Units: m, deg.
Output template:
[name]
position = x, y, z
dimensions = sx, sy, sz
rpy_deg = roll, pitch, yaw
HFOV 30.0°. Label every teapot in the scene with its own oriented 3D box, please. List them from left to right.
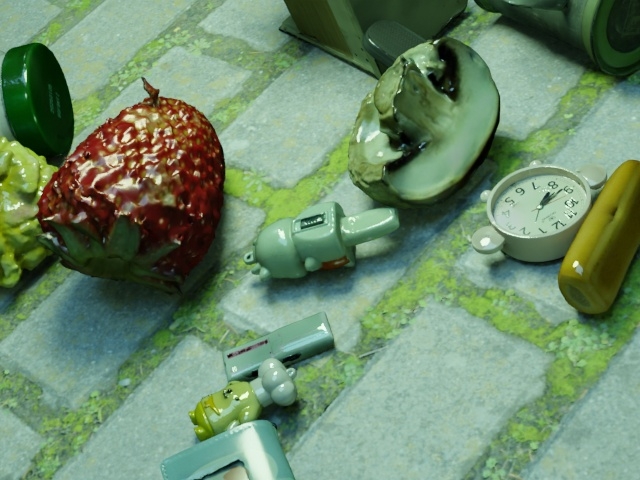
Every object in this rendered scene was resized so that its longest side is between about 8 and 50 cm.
[teapot]
position = 0.377, -0.417, 1.951
dimensions = 0.270, 0.200, 0.337
rpy_deg = -12, 33, -34

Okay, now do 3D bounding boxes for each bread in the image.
[bread]
position = 0.400, -0.007, 1.655
dimensions = 0.074, 0.092, 0.239
rpy_deg = -9, 39, 50

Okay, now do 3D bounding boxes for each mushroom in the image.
[mushroom]
position = 0.151, -0.172, 1.851
dimensions = 0.164, 0.189, 0.267
rpy_deg = 1, 76, 63

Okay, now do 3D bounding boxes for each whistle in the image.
[whistle]
position = -0.001, -0.002, 1.804
dimensions = 0.253, 0.106, 0.102
rpy_deg = -17, 75, 16

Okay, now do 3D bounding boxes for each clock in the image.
[clock]
position = 0.320, -0.039, 1.738
dimensions = 0.229, 0.063, 0.155
rpy_deg = -31, 42, -11

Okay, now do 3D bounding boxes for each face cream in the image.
[face cream]
position = -0.657, -0.227, 2.196
dimensions = 0.357, 0.219, 0.312
rpy_deg = -10, 44, 9

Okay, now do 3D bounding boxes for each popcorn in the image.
[popcorn]
position = -0.539, -0.053, 2.003
dimensions = 0.259, 0.212, 0.259
rpy_deg = -15, 38, 12

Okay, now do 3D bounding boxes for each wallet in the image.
[wallet]
position = -0.101, 0.361, 1.530
dimensions = 0.176, 0.075, 0.250
rpy_deg = -21, 44, -6

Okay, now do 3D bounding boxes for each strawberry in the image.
[strawberry]
position = -0.287, -0.097, 1.873
dimensions = 0.292, 0.292, 0.343
rpy_deg = 1, 64, 23

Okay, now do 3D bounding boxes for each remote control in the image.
[remote control]
position = -0.063, 0.154, 1.735
dimensions = 0.166, 0.029, 0.065
rpy_deg = -21, 46, 3

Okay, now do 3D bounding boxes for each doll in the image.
[doll]
position = -0.105, 0.222, 1.662
dimensions = 0.162, 0.062, 0.106
rpy_deg = -28, 33, -4

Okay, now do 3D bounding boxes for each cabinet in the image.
[cabinet]
position = 0.047, -0.495, 2.112
dimensions = 0.227, 0.290, 0.318
rpy_deg = -44, 45, -14

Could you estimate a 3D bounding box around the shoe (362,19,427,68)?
[shoe]
position = 0.168, -0.265, 1.985
dimensions = 0.241, 0.093, 0.108
rpy_deg = 38, 52, 9
